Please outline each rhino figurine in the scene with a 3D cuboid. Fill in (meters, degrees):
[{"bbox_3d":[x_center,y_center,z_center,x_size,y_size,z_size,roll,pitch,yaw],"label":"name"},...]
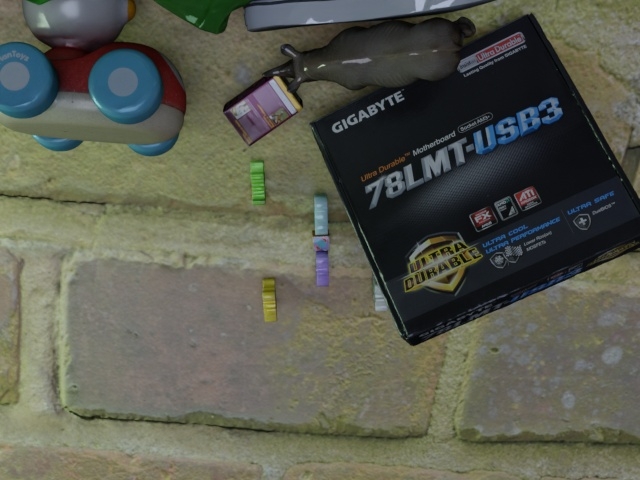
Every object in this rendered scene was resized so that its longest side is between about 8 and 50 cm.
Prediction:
[{"bbox_3d":[0.048,-0.204,0.966,0.243,0.106,0.073,-4,106,17],"label":"rhino figurine"}]

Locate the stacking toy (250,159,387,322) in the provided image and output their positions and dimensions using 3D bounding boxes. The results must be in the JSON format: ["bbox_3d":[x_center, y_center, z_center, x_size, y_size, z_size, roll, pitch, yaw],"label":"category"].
[{"bbox_3d":[0.000,0.000,1.123,0.167,0.052,0.221,-4,113,-1],"label":"stacking toy"}]

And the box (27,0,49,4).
[{"bbox_3d":[-0.212,-0.382,0.801,0.262,0.127,0.231,-20,94,7],"label":"box"}]

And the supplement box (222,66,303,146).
[{"bbox_3d":[-0.070,-0.163,1.053,0.083,0.043,0.055,-32,111,11],"label":"supplement box"}]

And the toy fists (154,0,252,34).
[{"bbox_3d":[-0.173,-0.351,0.919,0.279,0.096,0.142,35,118,3],"label":"toy fists"}]

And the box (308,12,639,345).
[{"bbox_3d":[0.174,-0.070,0.994,0.295,0.073,0.293,-24,71,7],"label":"box"}]

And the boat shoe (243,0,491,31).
[{"bbox_3d":[0.062,-0.299,0.965,0.306,0.113,0.105,-2,103,14],"label":"boat shoe"}]

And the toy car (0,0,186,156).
[{"bbox_3d":[-0.251,-0.232,0.962,0.210,0.219,0.238,3,85,-4],"label":"toy car"}]
